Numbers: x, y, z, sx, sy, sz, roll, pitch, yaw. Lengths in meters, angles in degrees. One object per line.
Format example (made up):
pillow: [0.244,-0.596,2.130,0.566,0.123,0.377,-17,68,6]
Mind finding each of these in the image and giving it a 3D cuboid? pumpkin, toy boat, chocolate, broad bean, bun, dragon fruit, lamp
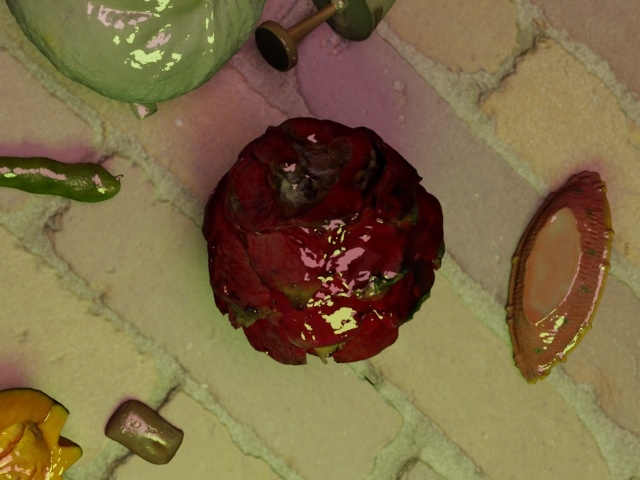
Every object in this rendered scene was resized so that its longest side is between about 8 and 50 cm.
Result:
pumpkin: [-0.408,0.309,1.840,0.254,0.149,0.130,-61,142,-8]
toy boat: [0.336,0.046,2.026,0.141,0.099,0.318,14,83,28]
chocolate: [-0.231,0.258,1.906,0.100,0.031,0.064,37,85,-12]
broad bean: [-0.385,-0.086,1.867,0.256,0.053,0.052,5,125,-13]
bun: [-0.220,-0.354,1.822,0.361,0.211,0.362,5,79,-27]
dragon fruit: [0.003,0.000,1.825,0.329,0.329,0.329,0,88,-14]
lamp: [0.014,-0.311,1.935,0.214,0.121,0.121,-38,98,-26]

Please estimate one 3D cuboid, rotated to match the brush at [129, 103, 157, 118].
brush: [-0.269,-0.245,1.913,0.033,0.030,0.179,-31,96,-23]
